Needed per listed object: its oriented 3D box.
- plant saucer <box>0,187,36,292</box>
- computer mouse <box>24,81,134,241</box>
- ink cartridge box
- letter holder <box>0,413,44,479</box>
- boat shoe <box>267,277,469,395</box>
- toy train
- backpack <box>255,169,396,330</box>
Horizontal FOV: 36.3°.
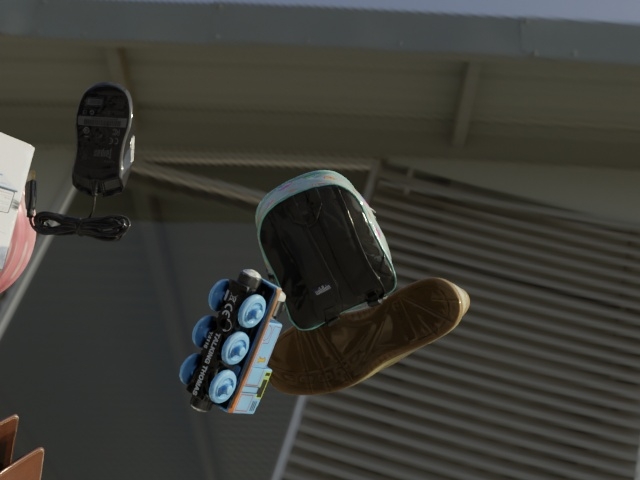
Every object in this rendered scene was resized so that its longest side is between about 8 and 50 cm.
[{"bbox_3d":[-0.690,-0.033,1.775,0.332,0.332,0.084,18,14,2],"label":"plant saucer"},{"bbox_3d":[-0.389,-0.124,1.593,0.184,0.262,0.060,-1,-7,9],"label":"computer mouse"},{"bbox_3d":[-0.468,-0.038,1.314,0.082,0.191,0.139,24,-32,-35],"label":"ink cartridge box"},{"bbox_3d":[-0.626,0.400,1.663,0.152,0.302,0.215,26,-61,16],"label":"letter holder"},{"bbox_3d":[0.074,0.157,1.527,0.341,0.122,0.110,-21,-10,19],"label":"boat shoe"},{"bbox_3d":[-0.101,0.125,1.196,0.080,0.184,0.105,24,4,36],"label":"toy train"},{"bbox_3d":[0.000,0.000,1.318,0.165,0.144,0.188,-24,-64,7],"label":"backpack"}]
